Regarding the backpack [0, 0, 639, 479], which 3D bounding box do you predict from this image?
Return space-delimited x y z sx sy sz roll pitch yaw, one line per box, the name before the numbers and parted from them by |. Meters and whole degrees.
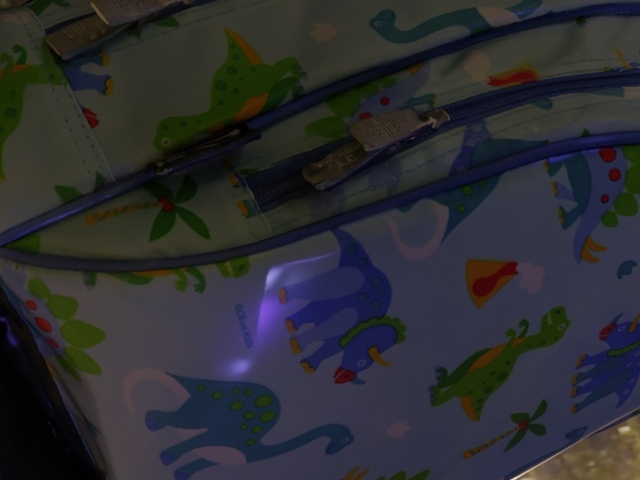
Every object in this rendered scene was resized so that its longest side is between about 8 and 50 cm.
backpack | 0.000 0.000 0.597 0.273 0.355 0.290 36 -33 38
